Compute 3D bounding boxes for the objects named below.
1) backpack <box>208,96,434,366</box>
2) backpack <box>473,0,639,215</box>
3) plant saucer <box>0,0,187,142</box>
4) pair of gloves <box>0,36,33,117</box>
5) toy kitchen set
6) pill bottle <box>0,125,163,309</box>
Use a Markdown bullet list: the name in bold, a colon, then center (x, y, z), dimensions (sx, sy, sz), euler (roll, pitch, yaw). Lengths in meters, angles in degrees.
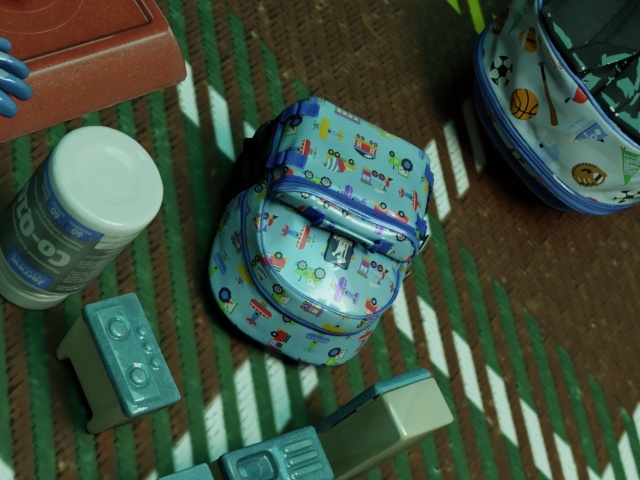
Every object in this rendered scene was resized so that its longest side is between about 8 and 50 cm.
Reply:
- **backpack**: center (0.000, 0.000, 1.026), dimensions (0.158, 0.117, 0.173), euler (29, 53, -18)
- **backpack**: center (0.264, -0.150, 1.246), dimensions (0.276, 0.213, 0.263), euler (50, 38, 9)
- **plant saucer**: center (-0.249, -0.208, 1.019), dimensions (0.258, 0.048, 0.259), euler (-26, 81, -43)
- **pair of gloves**: center (-0.269, -0.170, 0.933), dimensions (0.159, 0.023, 0.198), euler (18, 53, -26)
- **toy kitchen set**: center (-0.046, 0.098, 0.925), dimensions (0.207, 0.122, 0.166), euler (-13, 72, -40)
- **pill bottle**: center (-0.169, -0.011, 0.893), dimensions (0.078, 0.137, 0.078), euler (19, 53, -26)
